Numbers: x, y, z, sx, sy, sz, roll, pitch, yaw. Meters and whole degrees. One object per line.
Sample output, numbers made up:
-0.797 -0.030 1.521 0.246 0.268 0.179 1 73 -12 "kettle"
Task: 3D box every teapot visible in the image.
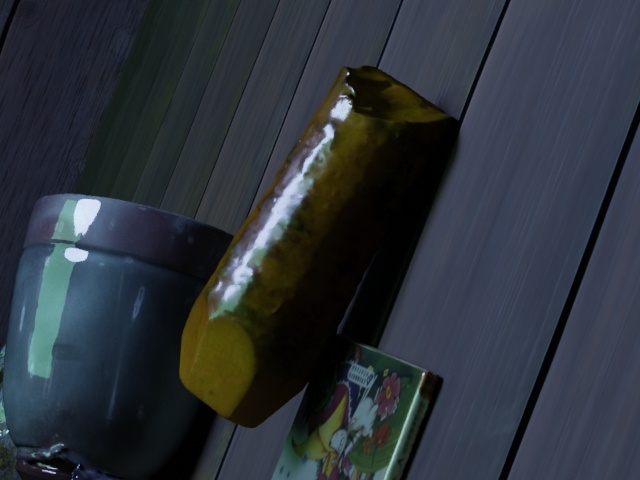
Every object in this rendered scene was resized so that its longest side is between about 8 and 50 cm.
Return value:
-0.220 0.138 1.551 0.315 0.233 0.312 59 -137 -74 "teapot"

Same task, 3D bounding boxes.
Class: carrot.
-0.007 0.002 1.145 0.301 0.114 0.114 -60 17 3 "carrot"

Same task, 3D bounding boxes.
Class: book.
-0.013 0.230 1.068 0.322 0.018 0.228 -69 16 -3 "book"

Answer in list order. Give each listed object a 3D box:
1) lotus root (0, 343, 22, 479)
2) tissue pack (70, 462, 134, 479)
-0.423 0.306 2.031 0.175 0.175 0.349 -13 58 70 "lotus root"
-0.120 0.289 0.995 0.073 0.173 0.235 -50 26 41 "tissue pack"
